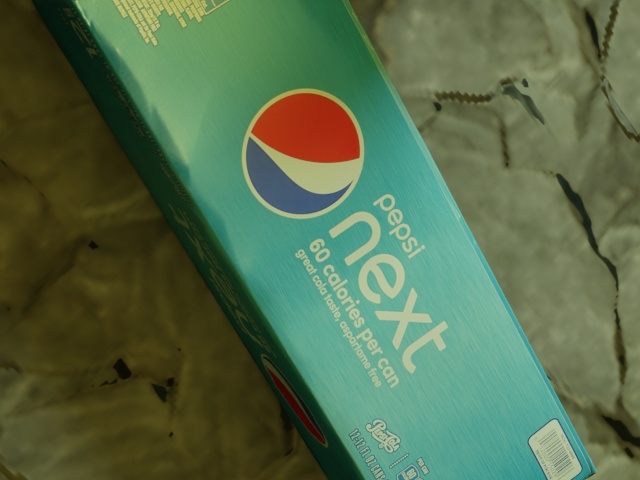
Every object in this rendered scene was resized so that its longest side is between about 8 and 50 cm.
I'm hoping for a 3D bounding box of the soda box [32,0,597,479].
[{"bbox_3d":[0.000,0.000,0.385,0.067,0.071,0.210,-34,111,-12],"label":"soda box"}]
